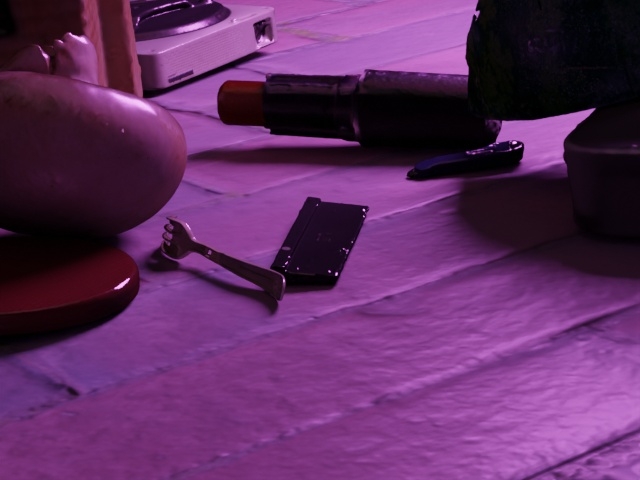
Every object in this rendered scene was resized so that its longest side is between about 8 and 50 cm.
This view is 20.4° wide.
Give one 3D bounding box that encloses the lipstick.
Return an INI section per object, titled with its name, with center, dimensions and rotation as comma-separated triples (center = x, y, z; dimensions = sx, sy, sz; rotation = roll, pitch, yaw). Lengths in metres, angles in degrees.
[lipstick]
center = 0.038, -0.135, 1.821
dimensions = 0.299, 0.081, 0.081
rotation = 2, 19, 18

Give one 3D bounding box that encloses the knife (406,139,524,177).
[knife]
center = 0.141, -0.077, 1.723
dimensions = 0.121, 0.018, 0.031
rotation = -9, 26, -11

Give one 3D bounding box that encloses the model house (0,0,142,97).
[model house]
center = -0.356, -0.253, 1.869
dimensions = 0.334, 0.343, 0.382
rotation = -5, 18, -5

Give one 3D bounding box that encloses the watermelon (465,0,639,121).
[watermelon]
center = 0.290, -0.259, 1.621
dimensions = 0.292, 0.222, 0.319
rotation = -21, 9, -21

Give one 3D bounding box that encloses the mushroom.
[mushroom]
center = -0.229, -0.090, 1.569
dimensions = 0.226, 0.178, 0.226
rotation = 4, -17, 1

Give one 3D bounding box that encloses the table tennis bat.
[table tennis bat]
center = -0.293, 0.028, 1.481
dimensions = 0.310, 0.038, 0.200
rotation = 6, 19, 29

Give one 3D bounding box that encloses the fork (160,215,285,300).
[fork]
center = -0.087, 0.016, 1.485
dimensions = 0.028, 0.034, 0.219
rotation = 15, 7, -34

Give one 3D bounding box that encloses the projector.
[projector]
center = -0.227, -0.258, 2.266
dimensions = 0.259, 0.079, 0.257
rotation = 6, 22, 35

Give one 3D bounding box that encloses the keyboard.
[keyboard]
center = 0.000, 0.000, 1.530
dimensions = 0.060, 0.018, 0.195
rotation = 6, 20, 8

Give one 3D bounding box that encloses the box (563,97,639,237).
[box]
center = 0.447, -0.099, 1.564
dimensions = 0.396, 0.111, 0.396
rotation = 2, 20, 25
